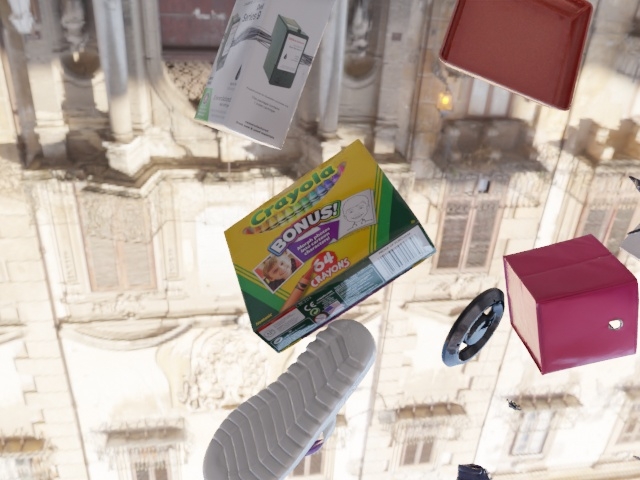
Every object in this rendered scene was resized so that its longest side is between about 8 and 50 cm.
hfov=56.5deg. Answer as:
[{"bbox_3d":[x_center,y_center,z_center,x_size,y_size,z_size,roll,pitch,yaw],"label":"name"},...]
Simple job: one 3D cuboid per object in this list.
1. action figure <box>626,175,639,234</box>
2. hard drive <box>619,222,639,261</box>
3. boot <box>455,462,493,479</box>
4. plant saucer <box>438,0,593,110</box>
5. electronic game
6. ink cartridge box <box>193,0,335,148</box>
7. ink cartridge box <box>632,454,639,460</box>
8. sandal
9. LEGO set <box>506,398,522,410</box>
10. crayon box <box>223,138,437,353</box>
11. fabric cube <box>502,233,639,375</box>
[{"bbox_3d":[0.565,-0.092,0.848,0.164,0.276,0.141,49,-157,21],"label":"action figure"},{"bbox_3d":[0.933,0.028,1.452,0.307,0.203,0.040,44,-176,36],"label":"hard drive"},{"bbox_3d":[0.384,0.564,1.369,0.190,0.086,0.069,18,168,-33],"label":"boot"},{"bbox_3d":[0.364,-0.382,1.121,0.258,0.048,0.259,21,-110,-3],"label":"plant saucer"},{"bbox_3d":[0.374,0.213,1.455,0.229,0.229,0.048,-22,-134,-37],"label":"electronic game"},{"bbox_3d":[-0.112,-0.336,1.119,0.121,0.289,0.211,18,-176,-30],"label":"ink cartridge box"},{"bbox_3d":[0.723,0.471,0.937,0.385,0.091,0.308,19,-178,-27],"label":"ink cartridge box"},{"bbox_3d":[-0.041,0.325,1.087,0.416,0.102,0.169,-44,-133,5],"label":"sandal"},{"bbox_3d":[0.593,0.512,1.840,0.054,0.083,0.023,29,-99,36],"label":"LEGO set"},{"bbox_3d":[0.000,0.000,1.200,0.363,0.106,0.313,-34,-138,6],"label":"crayon box"},{"bbox_3d":[0.674,0.171,1.627,0.258,0.254,0.259,-13,-152,2],"label":"fabric cube"}]
